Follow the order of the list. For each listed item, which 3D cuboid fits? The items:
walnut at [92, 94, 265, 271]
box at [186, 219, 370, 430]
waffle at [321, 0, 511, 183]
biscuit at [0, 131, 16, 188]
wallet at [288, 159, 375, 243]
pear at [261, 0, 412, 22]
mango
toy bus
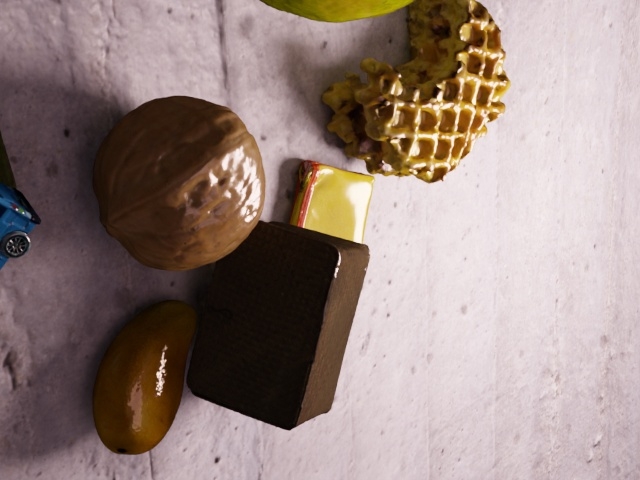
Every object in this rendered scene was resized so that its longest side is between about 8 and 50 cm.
[{"bbox_3d":[-0.182,-0.072,1.299,0.228,0.228,0.228,-15,113,-39],"label":"walnut"},{"bbox_3d":[-0.059,0.112,1.462,0.143,0.184,0.273,-2,107,-70],"label":"box"},{"bbox_3d":[0.166,-0.242,1.611,0.324,0.151,0.261,-46,126,-21],"label":"waffle"},{"bbox_3d":[-0.429,-0.174,1.152,0.099,0.038,0.322,-31,122,-36],"label":"biscuit"},{"bbox_3d":[0.000,0.000,1.593,0.141,0.067,0.241,11,91,-39],"label":"wallet"},{"bbox_3d":[0.028,-0.452,1.282,0.391,0.391,0.391,-15,113,-39],"label":"pear"},{"bbox_3d":[-0.242,0.185,1.399,0.136,0.099,0.227,36,69,-42],"label":"mango"},{"bbox_3d":[-0.419,0.013,1.157,0.185,0.090,0.106,-51,134,2],"label":"toy bus"}]
